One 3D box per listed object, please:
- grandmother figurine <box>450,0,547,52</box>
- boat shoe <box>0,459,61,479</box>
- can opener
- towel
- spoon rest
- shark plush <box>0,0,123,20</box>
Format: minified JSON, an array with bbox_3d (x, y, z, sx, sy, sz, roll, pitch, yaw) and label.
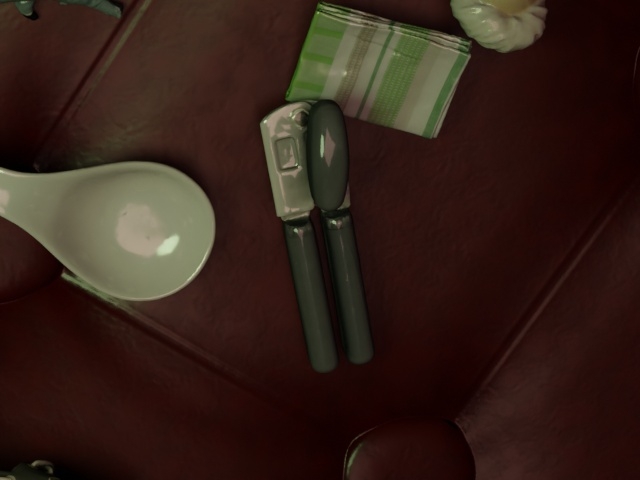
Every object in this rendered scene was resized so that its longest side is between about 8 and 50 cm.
[{"bbox_3d":[0.152,-0.337,1.261,0.208,0.104,0.342,-4,106,3],"label":"grandmother figurine"},{"bbox_3d":[-0.339,0.238,1.367,0.335,0.112,0.095,3,71,-13],"label":"boat shoe"},{"bbox_3d":[0.000,0.000,1.354,0.074,0.093,0.280,-11,113,-5],"label":"can opener"},{"bbox_3d":[0.054,-0.154,1.323,0.152,0.023,0.113,13,127,-10],"label":"towel"},{"bbox_3d":[-0.230,-0.031,1.310,0.276,0.084,0.137,20,104,-13],"label":"spoon rest"},{"bbox_3d":[-0.259,-0.229,1.275,0.161,0.073,0.067,2,129,-30],"label":"shark plush"}]
